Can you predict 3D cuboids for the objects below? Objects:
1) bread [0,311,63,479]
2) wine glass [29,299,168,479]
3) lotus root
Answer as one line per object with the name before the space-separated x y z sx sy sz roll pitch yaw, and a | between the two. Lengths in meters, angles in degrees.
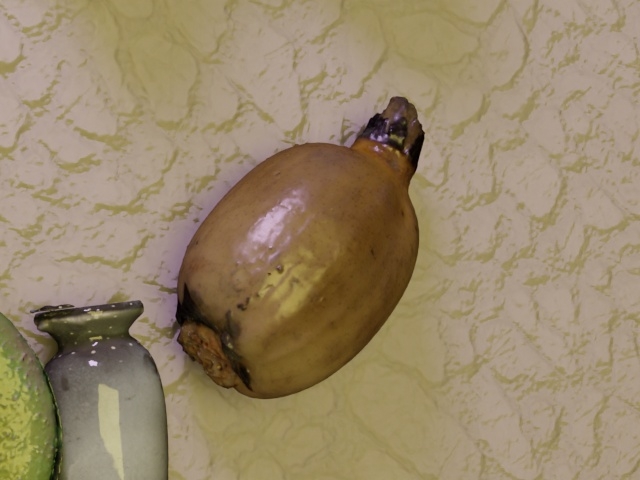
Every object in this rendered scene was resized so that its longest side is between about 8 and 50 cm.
bread | -0.363 0.170 1.520 0.301 0.045 0.301 0 92 -6
wine glass | -0.188 0.153 1.590 0.111 0.111 0.204 -8 88 -22
lotus root | 0.000 0.000 1.647 0.183 0.183 0.310 46 68 -14
